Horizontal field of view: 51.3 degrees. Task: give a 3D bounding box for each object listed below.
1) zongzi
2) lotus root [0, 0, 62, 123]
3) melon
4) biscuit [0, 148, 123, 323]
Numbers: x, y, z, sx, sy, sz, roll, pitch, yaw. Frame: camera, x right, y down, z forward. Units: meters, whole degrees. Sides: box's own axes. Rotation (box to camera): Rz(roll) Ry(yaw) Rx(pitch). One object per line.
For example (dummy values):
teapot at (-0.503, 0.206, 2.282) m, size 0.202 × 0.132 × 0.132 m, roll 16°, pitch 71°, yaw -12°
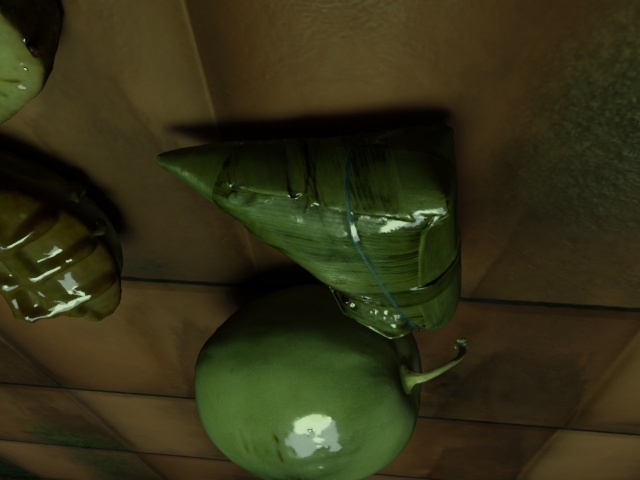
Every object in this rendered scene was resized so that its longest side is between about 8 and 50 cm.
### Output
zongzi at (0.000, 0.000, 0.661) m, size 0.275 × 0.125 × 0.250 m, roll 1°, pitch 141°, yaw 14°
lotus root at (-0.287, -0.166, 0.497) m, size 0.170 × 0.074 × 0.261 m, roll 28°, pitch 141°, yaw -31°
melon at (-0.014, 0.180, 0.835) m, size 0.272 × 0.271 × 0.308 m, roll 26°, pitch 149°, yaw -28°
biscuit at (-0.406, 0.027, 0.689) m, size 0.367 × 0.115 × 0.268 m, roll -24°, pitch 136°, yaw -3°
